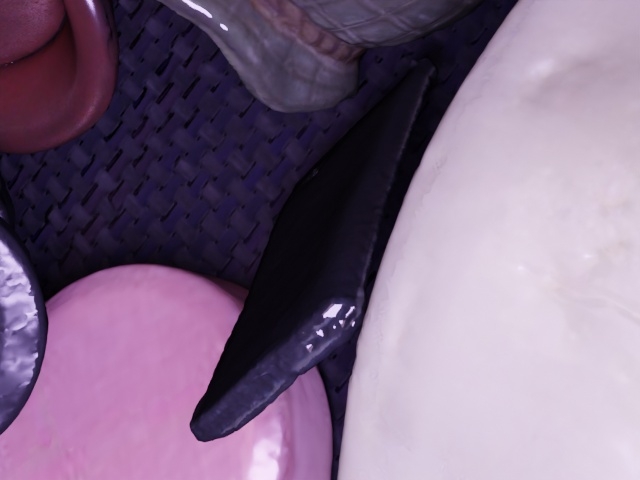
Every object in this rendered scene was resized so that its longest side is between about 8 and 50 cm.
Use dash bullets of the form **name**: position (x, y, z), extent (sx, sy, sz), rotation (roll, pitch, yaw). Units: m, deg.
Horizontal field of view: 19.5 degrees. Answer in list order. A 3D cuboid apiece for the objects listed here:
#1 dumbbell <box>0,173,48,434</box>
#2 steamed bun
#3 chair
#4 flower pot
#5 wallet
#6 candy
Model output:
- **dumbbell**: position (-0.282, 0.023, 1.225), extent (0.185, 0.185, 0.388), rotation (-59, 19, 7)
- **steamed bun**: position (0.216, 0.051, 0.977), extent (0.371, 0.290, 0.456), rotation (22, 92, 27)
- **chair**: position (-0.248, -0.272, 1.263), extent (0.226, 0.226, 0.401), rotation (-18, 61, 24)
- **flower pot**: position (-0.017, -0.246, 1.157), extent (0.213, 0.302, 0.302), rotation (-40, 66, 18)
- **wallet**: position (0.001, 0.001, 1.115), extent (0.030, 0.285, 0.146), rotation (40, 124, -13)
- **candy**: position (-0.109, 0.144, 1.239), extent (0.255, 0.094, 0.255), rotation (-5, 78, 26)
